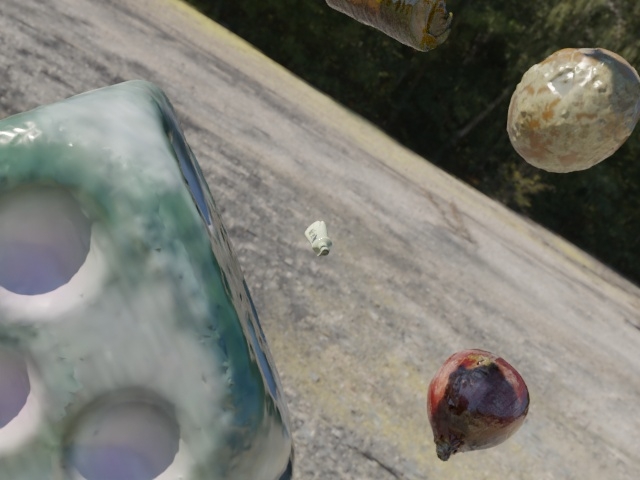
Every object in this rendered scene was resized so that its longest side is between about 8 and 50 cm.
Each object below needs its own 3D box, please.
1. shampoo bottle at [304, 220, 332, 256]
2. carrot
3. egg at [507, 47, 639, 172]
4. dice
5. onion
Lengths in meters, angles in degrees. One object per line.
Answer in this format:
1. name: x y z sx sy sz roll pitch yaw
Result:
1. shampoo bottle: 0.000 0.000 1.595 0.141 0.049 0.034 -115 179 -68
2. carrot: 0.095 -0.388 1.233 0.114 0.114 0.302 20 17 -42
3. egg: 0.403 -0.209 1.271 0.195 0.195 0.233 29 -27 -15
4. dice: -0.222 0.081 0.643 0.328 0.330 0.348 -126 -166 -78
5. onion: 0.232 0.265 1.227 0.159 0.159 0.195 36 53 16
